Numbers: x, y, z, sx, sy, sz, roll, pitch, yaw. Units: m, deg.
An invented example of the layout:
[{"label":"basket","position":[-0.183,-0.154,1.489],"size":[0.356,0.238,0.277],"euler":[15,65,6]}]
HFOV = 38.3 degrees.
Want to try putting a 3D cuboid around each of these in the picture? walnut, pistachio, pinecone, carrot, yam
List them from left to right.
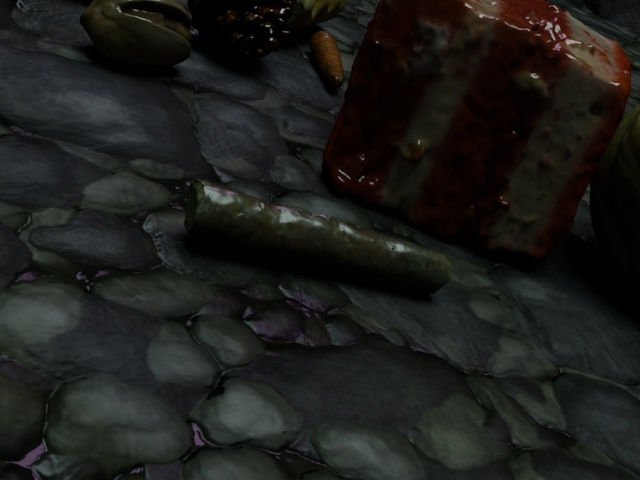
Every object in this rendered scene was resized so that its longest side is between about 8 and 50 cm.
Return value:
[{"label":"pistachio","position":[-0.231,-0.272,1.186],"size":[0.149,0.113,0.113],"euler":[19,22,-44]},{"label":"pinecone","position":[-0.112,-0.333,1.341],"size":[0.173,0.173,0.173],"euler":[18,27,-10]},{"label":"yam","position":[0.000,0.000,0.899],"size":[0.274,0.061,0.061],"euler":[14,28,-21]},{"label":"carrot","position":[0.012,-0.281,1.454],"size":[0.047,0.047,0.191],"euler":[15,31,-17]},{"label":"walnut","position":[0.461,-0.051,1.110],"size":[0.277,0.253,0.282],"euler":[55,35,-4]}]

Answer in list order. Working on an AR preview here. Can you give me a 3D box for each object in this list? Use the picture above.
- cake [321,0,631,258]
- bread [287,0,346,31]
[{"label":"cake","position":[0.193,-0.169,1.130],"size":[0.319,0.269,0.270],"euler":[22,26,1]},{"label":"bread","position":[-0.046,-0.422,1.572],"size":[0.152,0.130,0.267],"euler":[24,25,12]}]
